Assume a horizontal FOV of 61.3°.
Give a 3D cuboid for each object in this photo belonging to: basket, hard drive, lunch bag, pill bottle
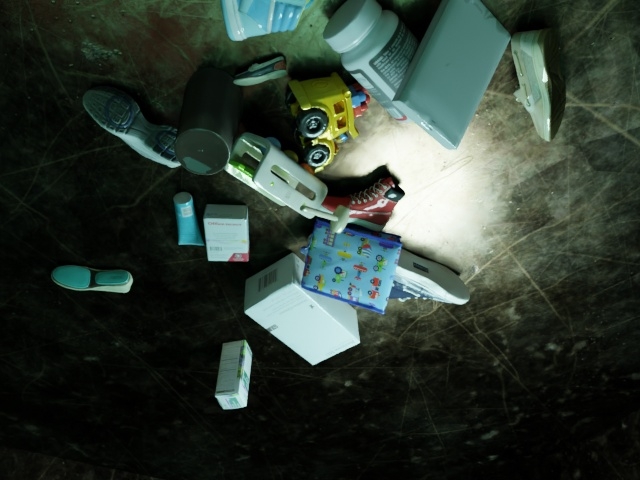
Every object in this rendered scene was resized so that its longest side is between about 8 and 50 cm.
[{"bbox_3d":[-0.274,-0.278,1.316,0.154,0.227,0.204,4,131,-6],"label":"basket"},{"bbox_3d":[0.302,-0.391,1.224,0.203,0.040,0.307,30,83,-31],"label":"hard drive"},{"bbox_3d":[0.078,0.067,1.634,0.293,0.138,0.221,14,102,4],"label":"lunch bag"},{"bbox_3d":[0.151,-0.420,1.247,0.161,0.161,0.283,-36,124,26],"label":"pill bottle"}]

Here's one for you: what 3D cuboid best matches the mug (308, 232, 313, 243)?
[{"bbox_3d":[-0.003,0.002,1.703,0.062,0.078,0.064,-5,132,48],"label":"mug"}]

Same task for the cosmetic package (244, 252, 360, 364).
[{"bbox_3d":[-0.058,0.242,1.843,0.217,0.156,0.385,-32,125,22],"label":"cosmetic package"}]

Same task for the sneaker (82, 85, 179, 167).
[{"bbox_3d":[-0.477,-0.276,1.390,0.297,0.111,0.129,36,155,-13],"label":"sneaker"}]

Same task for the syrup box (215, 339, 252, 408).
[{"bbox_3d":[-0.320,0.496,2.007,0.096,0.237,0.093,-11,131,7],"label":"syrup box"}]

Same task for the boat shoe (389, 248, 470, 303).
[{"bbox_3d":[0.321,0.147,1.807,0.340,0.127,0.158,28,131,-14],"label":"boat shoe"}]

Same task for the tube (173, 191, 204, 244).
[{"bbox_3d":[-0.404,-0.054,1.637,0.080,0.052,0.207,5,137,0],"label":"tube"}]

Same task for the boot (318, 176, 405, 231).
[{"bbox_3d":[0.117,-0.130,1.563,0.244,0.088,0.176,12,131,-23],"label":"boot"}]

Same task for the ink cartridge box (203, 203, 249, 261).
[{"bbox_3d":[-0.283,-0.022,1.650,0.127,0.072,0.175,2,132,-3],"label":"ink cartridge box"}]

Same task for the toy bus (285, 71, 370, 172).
[{"bbox_3d":[0.032,-0.310,1.372,0.211,0.149,0.220,-18,134,-7],"label":"toy bus"}]

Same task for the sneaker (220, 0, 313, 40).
[{"bbox_3d":[-0.115,-0.579,1.122,0.208,0.127,0.319,-2,142,2],"label":"sneaker"}]

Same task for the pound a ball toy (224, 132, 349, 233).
[{"bbox_3d":[-0.063,-0.154,1.416,0.319,0.208,0.136,30,87,-52],"label":"pound a ball toy"}]

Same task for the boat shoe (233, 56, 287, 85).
[{"bbox_3d":[-0.150,-0.414,1.323,0.137,0.049,0.043,-11,89,11],"label":"boat shoe"}]

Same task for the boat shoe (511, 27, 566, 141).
[{"bbox_3d":[0.540,-0.383,1.349,0.098,0.109,0.302,15,147,41],"label":"boat shoe"}]

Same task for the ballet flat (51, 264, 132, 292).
[{"bbox_3d":[-0.747,0.134,1.776,0.248,0.086,0.086,7,132,-9],"label":"ballet flat"}]
